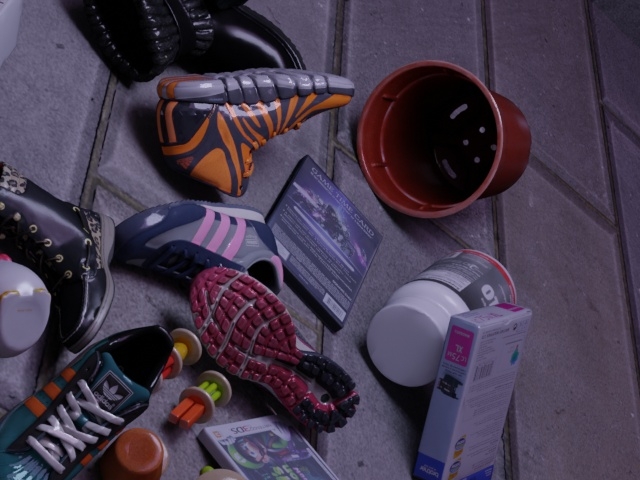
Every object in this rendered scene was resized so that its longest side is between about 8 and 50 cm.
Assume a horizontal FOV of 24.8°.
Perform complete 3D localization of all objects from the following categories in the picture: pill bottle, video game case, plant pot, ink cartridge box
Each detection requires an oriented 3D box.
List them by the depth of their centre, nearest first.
[{"bbox_3d":[-0.049,0.309,1.917,0.190,0.022,0.173,48,27,25],"label":"video game case"},{"bbox_3d":[0.230,0.256,2.236,0.186,0.065,0.311,-8,112,-56],"label":"ink cartridge box"},{"bbox_3d":[0.000,0.000,2.320,0.196,0.026,0.274,47,32,-14],"label":"video game case"},{"bbox_3d":[0.195,0.126,2.337,0.161,0.161,0.283,57,32,2],"label":"pill bottle"},{"bbox_3d":[0.244,-0.176,2.608,0.265,0.272,0.272,-3,64,-63],"label":"plant pot"}]

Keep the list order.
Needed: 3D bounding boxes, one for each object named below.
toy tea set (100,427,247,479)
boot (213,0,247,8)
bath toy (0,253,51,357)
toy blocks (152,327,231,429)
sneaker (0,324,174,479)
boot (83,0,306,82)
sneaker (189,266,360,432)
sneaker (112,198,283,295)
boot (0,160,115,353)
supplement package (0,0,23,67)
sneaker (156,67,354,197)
[{"bbox_3d":[-0.166,0.380,1.705,0.200,0.124,0.336,1,60,-19],"label":"toy tea set"},{"bbox_3d":[-0.161,-0.405,2.229,0.099,0.045,0.121,48,20,6],"label":"boot"},{"bbox_3d":[-0.456,0.046,1.582,0.348,0.129,0.151,11,97,-47],"label":"bath toy"},{"bbox_3d":[-0.190,0.191,1.862,0.123,0.054,0.148,55,32,-1],"label":"toy blocks"},{"bbox_3d":[-0.275,0.193,1.660,0.108,0.121,0.302,47,43,-10],"label":"sneaker"},{"bbox_3d":[-0.190,-0.295,2.225,0.348,0.131,0.260,41,26,-4],"label":"boot"},{"bbox_3d":[-0.079,0.152,1.996,0.299,0.121,0.112,49,-11,-25],"label":"sneaker"},{"bbox_3d":[-0.159,0.023,2.002,0.319,0.112,0.131,-2,60,-53],"label":"sneaker"},{"bbox_3d":[-0.344,0.018,1.786,0.179,0.085,0.236,33,32,-29],"label":"boot"},{"bbox_3d":[-0.455,-0.262,1.838,0.105,0.105,0.179,17,38,-1],"label":"supplement package"},{"bbox_3d":[-0.098,-0.162,2.176,0.321,0.125,0.180,-7,105,-26],"label":"sneaker"}]
